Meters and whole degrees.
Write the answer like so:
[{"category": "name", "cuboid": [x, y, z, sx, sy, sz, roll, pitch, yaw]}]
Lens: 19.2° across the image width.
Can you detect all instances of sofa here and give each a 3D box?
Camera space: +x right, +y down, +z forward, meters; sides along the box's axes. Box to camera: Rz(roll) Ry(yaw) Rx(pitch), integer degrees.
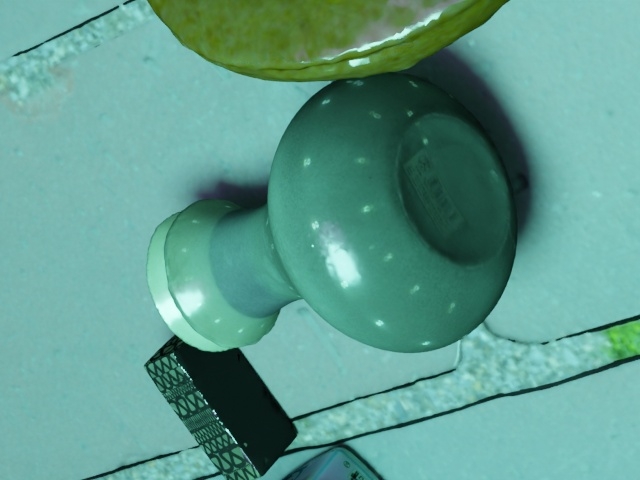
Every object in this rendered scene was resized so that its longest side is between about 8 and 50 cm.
[{"category": "sofa", "cuboid": [-0.074, 0.120, 1.410, 0.039, 0.060, 0.118, -27, 103, 42]}]

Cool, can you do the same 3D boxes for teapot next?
[{"category": "teapot", "cuboid": [0.000, 0.000, 1.248, 0.251, 0.183, 0.183, -21, 105, 45]}]

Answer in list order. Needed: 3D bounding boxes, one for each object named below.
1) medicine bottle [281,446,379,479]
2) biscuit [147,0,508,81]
[{"category": "medicine bottle", "cuboid": [-0.027, 0.247, 1.374, 0.094, 0.188, 0.119, 48, 127, -3]}, {"category": "biscuit", "cuboid": [-0.018, -0.280, 1.038, 0.350, 0.070, 0.394, -20, 77, 22]}]
